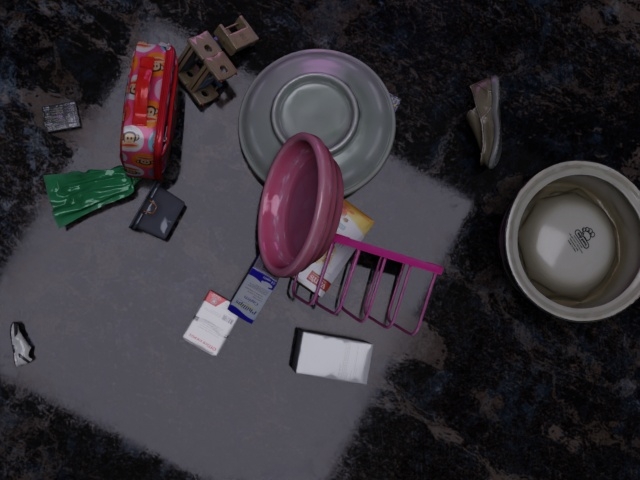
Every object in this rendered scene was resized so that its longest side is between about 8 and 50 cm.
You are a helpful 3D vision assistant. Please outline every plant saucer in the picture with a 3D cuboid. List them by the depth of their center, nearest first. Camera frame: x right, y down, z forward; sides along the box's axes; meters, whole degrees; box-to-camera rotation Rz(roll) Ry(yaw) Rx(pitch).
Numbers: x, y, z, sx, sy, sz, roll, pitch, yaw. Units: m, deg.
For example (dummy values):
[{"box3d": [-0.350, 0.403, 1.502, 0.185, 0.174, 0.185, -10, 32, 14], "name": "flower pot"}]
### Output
[{"box3d": [-0.042, -0.076, 1.683, 0.084, 0.332, 0.332, 11, 85, -27], "name": "plant saucer"}, {"box3d": [-0.012, -0.299, 1.830, 0.401, 0.100, 0.400, 0, 82, 3], "name": "plant saucer"}]

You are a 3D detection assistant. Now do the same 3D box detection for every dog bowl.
[{"box3d": [0.642, 0.006, 1.902, 0.408, 0.150, 0.407, 1, 86, -7], "name": "dog bowl"}]

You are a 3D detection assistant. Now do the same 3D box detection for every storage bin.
[{"box3d": [-0.397, -0.069, 1.811, 0.091, 0.098, 0.135, 29, 83, -15], "name": "storage bin"}]

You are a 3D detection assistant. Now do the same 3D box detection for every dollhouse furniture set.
[{"box3d": [-0.249, -0.449, 1.852, 0.184, 0.129, 0.129, -38, 93, -37], "name": "dollhouse furniture set"}]

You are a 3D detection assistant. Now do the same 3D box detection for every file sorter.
[{"box3d": [0.100, 0.098, 1.769, 0.291, 0.202, 0.182, 17, 91, -18], "name": "file sorter"}]

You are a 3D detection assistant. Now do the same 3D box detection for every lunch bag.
[{"box3d": [-0.400, -0.309, 1.718, 0.120, 0.258, 0.293, 6, 72, -8], "name": "lunch bag"}]

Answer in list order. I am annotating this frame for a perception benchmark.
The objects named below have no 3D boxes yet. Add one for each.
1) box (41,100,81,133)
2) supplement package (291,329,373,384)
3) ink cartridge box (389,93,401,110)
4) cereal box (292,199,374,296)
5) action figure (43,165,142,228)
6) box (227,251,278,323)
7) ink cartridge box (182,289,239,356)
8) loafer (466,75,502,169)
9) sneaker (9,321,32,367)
[{"box3d": [-0.641, -0.305, 1.827, 0.083, 0.018, 0.067, -12, 88, -8], "name": "box"}, {"box3d": [0.028, 0.288, 1.830, 0.179, 0.105, 0.105, 11, 86, -7], "name": "supplement package"}, {"box3d": [0.156, -0.329, 1.922, 0.063, 0.029, 0.115, 28, 83, -5], "name": "ink cartridge box"}, {"box3d": [0.000, 0.000, 1.872, 0.173, 0.047, 0.240, 35, 83, -6], "name": "cereal box"}, {"box3d": [-0.543, -0.127, 1.806, 0.232, 0.063, 0.137, -17, 87, -4], "name": "action figure"}, {"box3d": [-0.153, 0.108, 1.785, 0.072, 0.126, 0.137, 30, 112, -4], "name": "box"}, {"box3d": [-0.265, 0.204, 1.823, 0.099, 0.056, 0.135, 31, 83, -4], "name": "ink cartridge box"}, {"box3d": [0.428, -0.306, 1.934, 0.087, 0.094, 0.251, -1, 76, 17], "name": "loafer"}, {"box3d": [-0.722, 0.248, 1.778, 0.044, 0.040, 0.109, -10, 91, -24], "name": "sneaker"}]
